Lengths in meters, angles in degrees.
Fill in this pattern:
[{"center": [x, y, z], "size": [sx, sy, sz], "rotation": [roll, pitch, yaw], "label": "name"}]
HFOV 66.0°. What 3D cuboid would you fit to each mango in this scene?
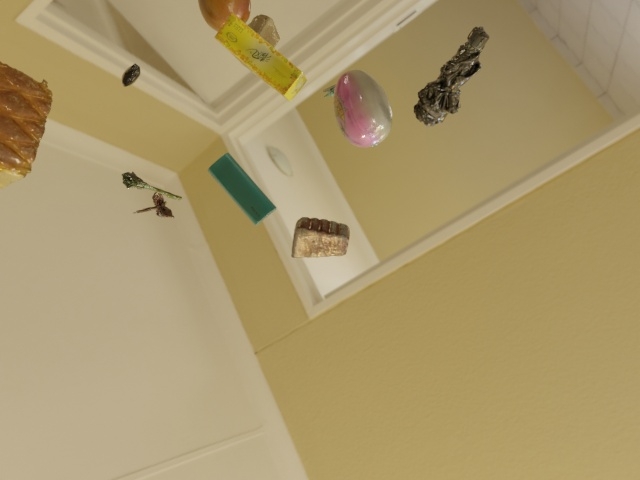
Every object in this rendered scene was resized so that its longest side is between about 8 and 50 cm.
[{"center": [-0.286, -0.722, 1.443], "size": [0.120, 0.152, 0.220], "rotation": [-129, 27, -73], "label": "mango"}]

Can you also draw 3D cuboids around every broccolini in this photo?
[{"center": [-0.642, -0.193, 1.869], "size": [0.254, 0.058, 0.071], "rotation": [28, -105, -52], "label": "broccolini"}]

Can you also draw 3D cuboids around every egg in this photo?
[{"center": [0.142, -0.452, 1.688], "size": [0.196, 0.197, 0.271], "rotation": [25, -129, -61], "label": "egg"}]

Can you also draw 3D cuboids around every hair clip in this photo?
[{"center": [0.075, -0.624, 1.999], "size": [0.049, 0.173, 0.049], "rotation": [12, -109, -36], "label": "hair clip"}]

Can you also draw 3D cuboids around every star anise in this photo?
[{"center": [-0.801, -0.148, 2.362], "size": [0.144, 0.141, 0.158], "rotation": [-32, -78, -35], "label": "star anise"}]

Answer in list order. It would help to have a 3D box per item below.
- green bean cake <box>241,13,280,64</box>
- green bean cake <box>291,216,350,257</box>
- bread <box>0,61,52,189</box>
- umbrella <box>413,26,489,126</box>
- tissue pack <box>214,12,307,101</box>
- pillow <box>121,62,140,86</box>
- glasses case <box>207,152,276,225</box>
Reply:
[{"center": [-0.237, -0.737, 1.838], "size": [0.085, 0.179, 0.109], "rotation": [27, 172, 26], "label": "green bean cake"}, {"center": [0.000, 0.000, 2.036], "size": [0.097, 0.233, 0.198], "rotation": [-81, -2, -46], "label": "green bean cake"}, {"center": [-0.859, -0.298, 1.220], "size": [0.279, 0.207, 0.278], "rotation": [25, -121, -49], "label": "bread"}, {"center": [0.439, -0.512, 1.595], "size": [0.155, 0.336, 0.128], "rotation": [17, -136, -32], "label": "umbrella"}, {"center": [-0.115, -0.358, 0.978], "size": [0.176, 0.062, 0.095], "rotation": [40, -171, -4], "label": "tissue pack"}, {"center": [-0.681, -0.593, 1.773], "size": [0.048, 0.090, 0.150], "rotation": [47, 175, -28], "label": "pillow"}, {"center": [-0.318, -0.209, 2.005], "size": [0.301, 0.117, 0.070], "rotation": [48, 169, -1], "label": "glasses case"}]
